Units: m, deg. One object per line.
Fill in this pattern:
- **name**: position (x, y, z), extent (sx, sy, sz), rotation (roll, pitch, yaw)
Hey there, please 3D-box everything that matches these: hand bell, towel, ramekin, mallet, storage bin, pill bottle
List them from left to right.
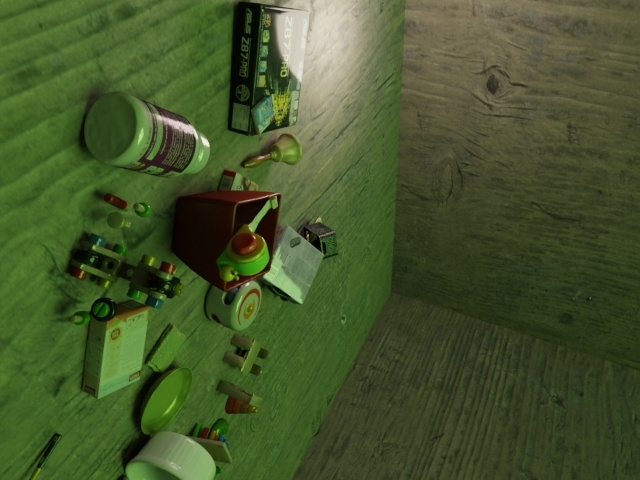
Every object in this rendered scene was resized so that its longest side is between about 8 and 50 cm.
- **mallet**: position (-0.702, 0.580, 1.327), extent (0.189, 0.062, 0.039), rotation (-60, 156, -32)
- **pill bottle**: position (-0.407, -0.243, 1.304), extent (0.301, 0.169, 0.169), rotation (5, 100, -68)
- **towel**: position (-0.497, 0.351, 1.712), extent (0.148, 0.027, 0.110), rotation (-61, 155, -25)
- **ramekin**: position (-0.478, 0.754, 1.734), extent (0.135, 0.277, 0.277), rotation (-58, 155, -50)
- **hand bell**: position (-0.193, -0.305, 1.922), extent (0.242, 0.126, 0.126), rotation (-29, 133, -44)
- **storage bin**: position (0.000, 0.000, 2.436), extent (0.084, 0.180, 0.122), rotation (-17, 115, -21)

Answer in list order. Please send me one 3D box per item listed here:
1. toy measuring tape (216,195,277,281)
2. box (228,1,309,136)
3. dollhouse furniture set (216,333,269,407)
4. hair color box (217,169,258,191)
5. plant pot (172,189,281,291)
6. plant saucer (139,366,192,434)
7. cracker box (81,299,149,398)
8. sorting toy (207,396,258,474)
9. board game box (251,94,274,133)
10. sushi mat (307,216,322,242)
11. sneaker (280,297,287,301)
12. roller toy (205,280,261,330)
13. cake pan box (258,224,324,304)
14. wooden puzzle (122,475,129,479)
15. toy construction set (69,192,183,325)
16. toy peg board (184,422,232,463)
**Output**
- **toy measuring tape**: position (-0.171, -0.003, 1.491), extent (0.330, 0.121, 0.121), rotation (-56, 153, -38)
- **box**: position (-0.168, -0.565, 1.758), extent (0.318, 0.097, 0.395), rotation (-36, 139, -60)
- **dollhouse furniture set**: position (-0.290, 0.533, 2.172), extent (0.242, 0.161, 0.212), rotation (-67, 158, -17)
- **hair color box**: position (-0.282, -0.174, 1.825), extent (0.167, 0.053, 0.093), rotation (24, 82, -70)
- **plant pot**: position (-0.300, -0.029, 1.633), extent (0.267, 0.236, 0.267), rotation (-23, 126, -63)
- **plant saucer**: position (-0.514, 0.519, 1.751), extent (0.241, 0.037, 0.241), rotation (-52, 156, -34)
- **cracker box**: position (-0.561, 0.295, 1.459), extent (0.156, 0.067, 0.232), rotation (-14, 117, -65)
- **sorting toy**: position (-0.374, 0.803, 2.216), extent (0.365, 0.126, 0.127), rotation (-62, 156, -28)
- **board game box**: position (-0.183, -0.403, 1.697), extent (0.090, 0.020, 0.090), rotation (-54, 154, -32)
- **sushi mat**: position (-0.058, 0.040, 2.577), extent (0.316, 0.019, 0.151), rotation (-59, 154, -33)
- **sneaker**: position (-0.145, 0.155, 2.367), extent (0.130, 0.087, 0.227), rotation (32, 80, -58)
- **roller toy**: position (-0.307, 0.227, 1.925), extent (0.191, 0.146, 0.209), rotation (-26, 130, -61)
- **cake pan box**: position (-0.126, 0.110, 2.251), extent (0.246, 0.070, 0.267), rotation (37, 66, -33)
- **wooden puzzle**: position (-0.675, 0.970, 1.654), extent (0.348, 0.080, 0.322), rotation (-49, 148, -47)
- **toy construction set**: position (-0.476, 0.050, 1.367), extent (0.237, 0.257, 0.309), rotation (75, 10, -83)
- **toy peg board**: position (-0.422, 0.780, 2.053), extent (0.161, 0.160, 0.079), rotation (84, 15, -45)
